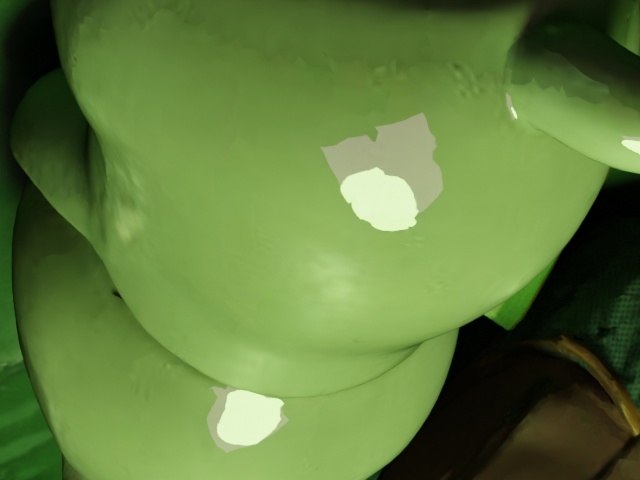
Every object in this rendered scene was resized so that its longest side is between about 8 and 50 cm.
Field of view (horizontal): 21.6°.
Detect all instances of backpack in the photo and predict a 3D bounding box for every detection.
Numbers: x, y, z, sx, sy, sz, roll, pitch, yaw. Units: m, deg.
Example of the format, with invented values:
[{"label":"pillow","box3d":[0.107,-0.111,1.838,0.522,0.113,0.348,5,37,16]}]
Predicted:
[{"label":"backpack","box3d":[0.129,0.176,0.920,0.317,0.197,0.283,-44,136,-33]}]

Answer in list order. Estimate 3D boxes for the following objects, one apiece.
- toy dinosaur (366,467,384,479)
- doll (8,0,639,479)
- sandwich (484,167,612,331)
[{"label":"toy dinosaur","box3d":[0.000,0.247,1.179,0.383,0.129,0.331,19,140,-42]},{"label":"doll","box3d":[-0.011,-0.028,0.669,0.215,0.226,0.370,-34,170,-37]},{"label":"sandwich","box3d":[0.117,-0.021,0.853,0.116,0.074,0.074,-33,144,20]}]
